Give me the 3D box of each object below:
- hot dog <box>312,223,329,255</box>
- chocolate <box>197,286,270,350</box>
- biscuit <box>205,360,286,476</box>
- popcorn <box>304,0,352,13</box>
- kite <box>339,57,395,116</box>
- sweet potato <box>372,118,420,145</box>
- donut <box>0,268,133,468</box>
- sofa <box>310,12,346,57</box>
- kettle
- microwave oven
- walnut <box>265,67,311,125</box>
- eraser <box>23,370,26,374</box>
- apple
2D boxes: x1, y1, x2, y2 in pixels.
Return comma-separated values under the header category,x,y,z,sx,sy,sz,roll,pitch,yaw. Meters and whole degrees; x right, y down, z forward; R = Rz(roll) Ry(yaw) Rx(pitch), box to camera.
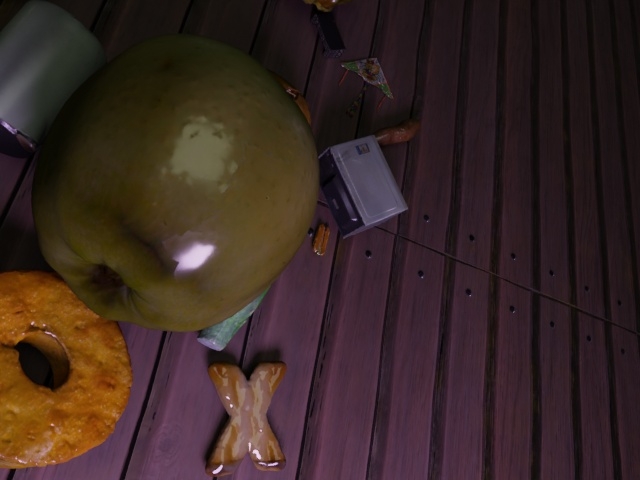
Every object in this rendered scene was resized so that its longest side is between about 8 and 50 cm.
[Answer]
category,x,y,z,sx,sy,sz,roll,pitch,yaw
hot dog,0.000,0.000,1.184,0.037,0.021,0.083,34,59,-28
chocolate,-0.153,0.089,1.026,0.110,0.110,0.291,37,62,-14
biscuit,-0.144,0.342,0.973,0.164,0.047,0.208,8,70,-28
popcorn,0.022,-0.741,1.313,0.293,0.293,0.237,-22,104,-33
kite,0.128,-0.432,1.408,0.198,0.006,0.244,31,61,-17
sweet potato,0.207,-0.293,1.376,0.218,0.051,0.065,-26,46,-33
donut,-0.442,0.196,0.762,0.303,0.110,0.303,42,30,-31
sofa,0.020,-0.565,1.374,0.060,0.039,0.118,-16,81,-34
kettle,-0.553,-0.289,0.906,0.240,0.165,0.255,18,67,9
microwave oven,0.088,-0.128,1.212,0.163,0.129,0.205,-20,84,-31
walnut,-0.125,-0.324,1.163,0.245,0.137,0.137,34,60,-3
eraser,-0.540,0.203,0.798,0.092,0.046,0.212,-35,92,-33
apple,-0.224,-0.082,0.826,0.473,0.473,0.473,10,69,-26
